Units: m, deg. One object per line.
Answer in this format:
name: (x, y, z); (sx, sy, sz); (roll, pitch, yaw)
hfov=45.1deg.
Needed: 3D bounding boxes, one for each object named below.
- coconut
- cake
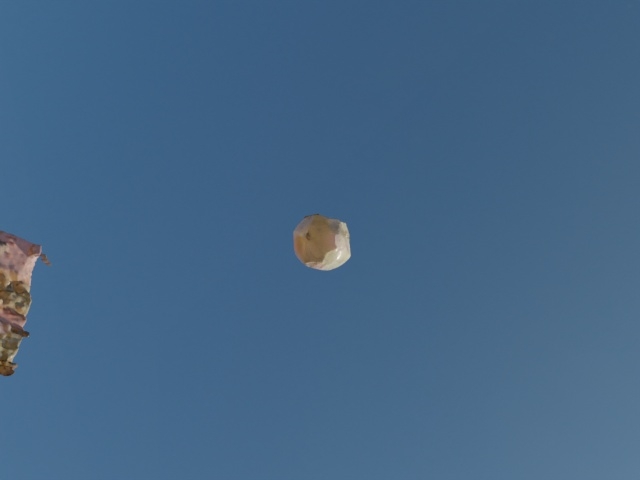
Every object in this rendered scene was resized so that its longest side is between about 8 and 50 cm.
coconut: (0.000, 0.000, 1.469); (0.110, 0.124, 0.110); (-4, -102, 22)
cake: (-0.795, 0.127, 1.596); (0.293, 0.314, 0.306); (-26, -133, 31)
